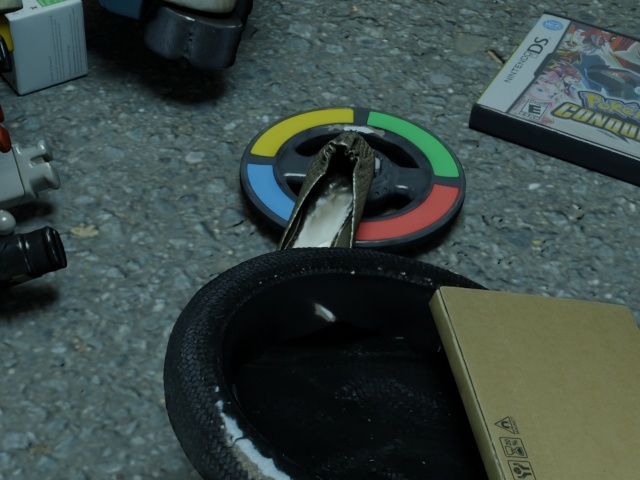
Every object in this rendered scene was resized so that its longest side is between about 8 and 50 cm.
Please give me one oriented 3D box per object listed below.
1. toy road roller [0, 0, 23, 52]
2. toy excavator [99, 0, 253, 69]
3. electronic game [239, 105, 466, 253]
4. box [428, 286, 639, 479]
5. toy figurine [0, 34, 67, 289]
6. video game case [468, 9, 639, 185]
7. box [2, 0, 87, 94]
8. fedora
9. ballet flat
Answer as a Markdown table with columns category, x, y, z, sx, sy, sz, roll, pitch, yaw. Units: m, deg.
| category | x | y | z | sx | sy | sz | roll | pitch | yaw |
| --- | --- | --- | --- | --- | --- | --- | --- | --- | --- |
| toy road roller | -0.456 | -0.259 | 1.159 | 0.240 | 0.203 | 0.329 | -17 | 12 | -28 |
| toy excavator | -0.268 | -0.417 | 1.360 | 0.445 | 0.222 | 0.433 | 17 | 26 | -6 |
| electronic game | 0.033 | -0.065 | 1.186 | 0.229 | 0.048 | 0.229 | 3 | 40 | -3 |
| box | 0.175 | 0.114 | 0.810 | 0.164 | 0.021 | 0.201 | 7 | 40 | -19 |
| toy figurine | -0.325 | -0.063 | 1.029 | 0.148 | 0.213 | 0.209 | -17 | 41 | -2 |
| video game case | 0.341 | -0.160 | 1.338 | 0.274 | 0.035 | 0.248 | 21 | 43 | 18 |
| box | -0.322 | -0.237 | 1.306 | 0.087 | 0.102 | 0.101 | -24 | 50 | -27 |
| fedora | 0.041 | 0.151 | 0.845 | 0.334 | 0.152 | 0.334 | 14 | 39 | -11 |
| ballet flat | 0.000 | 0.000 | 1.061 | 0.084 | 0.058 | 0.250 | 14 | 59 | 9 |
